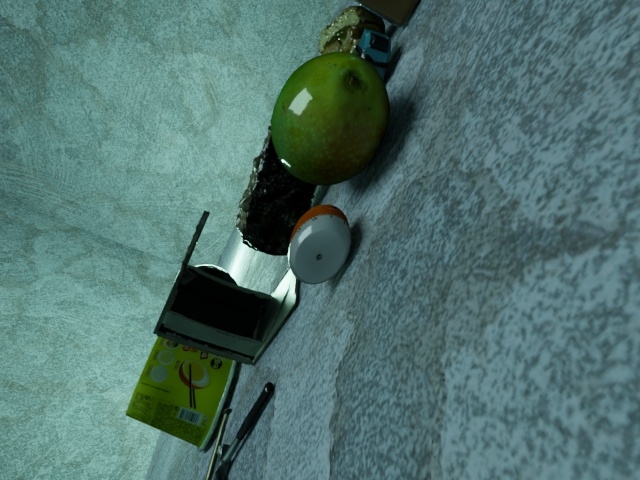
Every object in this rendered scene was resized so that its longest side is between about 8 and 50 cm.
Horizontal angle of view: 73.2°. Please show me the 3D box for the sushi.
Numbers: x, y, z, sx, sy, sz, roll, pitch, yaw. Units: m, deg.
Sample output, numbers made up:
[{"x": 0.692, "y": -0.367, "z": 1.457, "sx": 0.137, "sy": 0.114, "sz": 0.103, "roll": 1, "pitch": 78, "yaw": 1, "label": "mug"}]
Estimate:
[{"x": -0.100, "y": -0.135, "z": 1.081, "sx": 0.211, "sy": 0.171, "sz": 0.350, "roll": -137, "pitch": 66, "yaw": -77, "label": "sushi"}]

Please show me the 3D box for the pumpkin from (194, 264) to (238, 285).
[{"x": -0.392, "y": 0.239, "z": 1.484, "sx": 0.315, "sy": 0.238, "sz": 0.315, "roll": -31, "pitch": 48, "yaw": 42, "label": "pumpkin"}]

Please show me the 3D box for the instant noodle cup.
[{"x": -0.382, "y": 0.395, "z": 1.200, "sx": 0.311, "sy": 0.222, "sz": 0.311, "roll": -157, "pitch": 90, "yaw": -77, "label": "instant noodle cup"}]

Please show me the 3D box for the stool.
[{"x": -0.204, "y": 0.118, "z": 0.968, "sx": 0.269, "sy": 0.244, "sz": 0.170, "roll": -56, "pitch": 19, "yaw": 38, "label": "stool"}]

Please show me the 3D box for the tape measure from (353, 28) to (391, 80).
[{"x": 0.107, "y": -0.382, "z": 0.935, "sx": 0.146, "sy": 0.081, "sz": 0.125, "roll": -91, "pitch": 17, "yaw": -57, "label": "tape measure"}]

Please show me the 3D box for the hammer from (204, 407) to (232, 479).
[{"x": -0.245, "y": 0.493, "z": 1.007, "sx": 0.062, "sy": 0.013, "sz": 0.199, "roll": -50, "pitch": 22, "yaw": 48, "label": "hammer"}]

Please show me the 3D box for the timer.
[{"x": 0.000, "y": 0.000, "z": 0.728, "sx": 0.136, "sy": 0.099, "sz": 0.136, "roll": -52, "pitch": 11, "yaw": 14, "label": "timer"}]

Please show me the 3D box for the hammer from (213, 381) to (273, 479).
[{"x": -0.150, "y": 0.372, "z": 0.831, "sx": 0.246, "sy": 0.029, "sz": 0.103, "roll": -60, "pitch": 16, "yaw": 20, "label": "hammer"}]

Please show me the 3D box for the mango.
[{"x": 0.008, "y": -0.214, "z": 0.806, "sx": 0.382, "sy": 0.201, "sz": 0.225, "roll": -148, "pitch": 71, "yaw": -78, "label": "mango"}]

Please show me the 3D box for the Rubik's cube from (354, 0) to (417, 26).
[{"x": 0.105, "y": -0.734, "z": 0.938, "sx": 0.344, "sy": 0.347, "sz": 0.346, "roll": -57, "pitch": 17, "yaw": 32, "label": "Rubik's cube"}]

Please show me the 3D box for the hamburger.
[{"x": 0.085, "y": -0.515, "z": 1.111, "sx": 0.262, "sy": 0.131, "sz": 0.124, "roll": -157, "pitch": 54, "yaw": -70, "label": "hamburger"}]

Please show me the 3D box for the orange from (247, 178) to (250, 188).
[{"x": -0.229, "y": -0.218, "z": 1.757, "sx": 0.155, "sy": 0.134, "sz": 0.154, "roll": -164, "pitch": 90, "yaw": -79, "label": "orange"}]
